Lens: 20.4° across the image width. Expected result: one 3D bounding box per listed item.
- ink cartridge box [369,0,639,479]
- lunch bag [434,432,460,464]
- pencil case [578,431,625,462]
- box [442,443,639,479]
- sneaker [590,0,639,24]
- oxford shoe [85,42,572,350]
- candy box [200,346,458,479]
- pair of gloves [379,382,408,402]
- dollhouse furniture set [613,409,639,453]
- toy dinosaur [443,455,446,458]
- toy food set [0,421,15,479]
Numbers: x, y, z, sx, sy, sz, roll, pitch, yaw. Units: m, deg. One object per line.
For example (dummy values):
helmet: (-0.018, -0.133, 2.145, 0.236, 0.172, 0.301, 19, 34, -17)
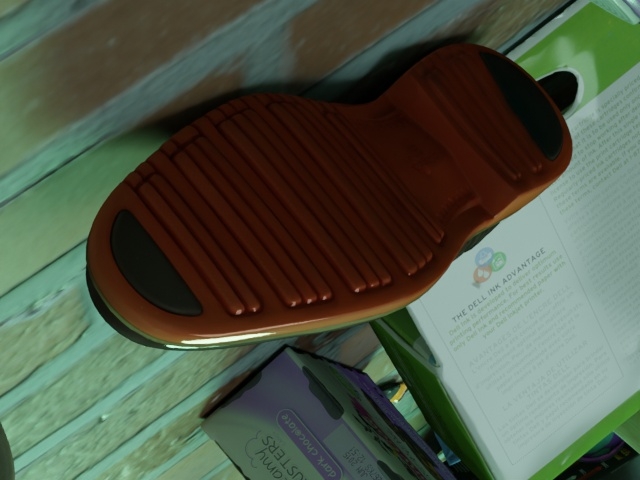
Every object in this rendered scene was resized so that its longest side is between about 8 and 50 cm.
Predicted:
ink cartridge box: (0.107, -0.012, 0.927, 0.189, 0.097, 0.255, -38, 130, -8)
lunch bag: (0.119, 0.123, 1.341, 0.067, 0.065, 0.098, -31, 171, 28)
pencil case: (0.210, 0.110, 1.404, 0.064, 0.070, 0.151, -21, -158, 12)
box: (0.196, 0.209, 1.485, 0.242, 0.076, 0.307, -32, -174, -4)
sneaker: (0.124, -0.149, 0.596, 0.152, 0.114, 0.305, -59, 164, 14)
oxford shoe: (0.000, 0.000, 0.694, 0.271, 0.097, 0.098, -20, 160, -51)
candy box: (0.032, 0.151, 1.036, 0.070, 0.165, 0.196, -42, 164, 5)
pair of gloves: (0.025, 0.128, 1.240, 0.083, 0.010, 0.074, -47, 163, 19)
dollhouse furniture set: (0.362, 0.021, 1.343, 0.303, 0.174, 0.355, -56, 160, 20)
toy dinosaur: (0.126, 0.212, 1.681, 0.090, 0.047, 0.082, -73, -175, -51)
toy food set: (-0.248, 0.197, 0.702, 0.306, 0.092, 0.219, -40, 165, -30)
